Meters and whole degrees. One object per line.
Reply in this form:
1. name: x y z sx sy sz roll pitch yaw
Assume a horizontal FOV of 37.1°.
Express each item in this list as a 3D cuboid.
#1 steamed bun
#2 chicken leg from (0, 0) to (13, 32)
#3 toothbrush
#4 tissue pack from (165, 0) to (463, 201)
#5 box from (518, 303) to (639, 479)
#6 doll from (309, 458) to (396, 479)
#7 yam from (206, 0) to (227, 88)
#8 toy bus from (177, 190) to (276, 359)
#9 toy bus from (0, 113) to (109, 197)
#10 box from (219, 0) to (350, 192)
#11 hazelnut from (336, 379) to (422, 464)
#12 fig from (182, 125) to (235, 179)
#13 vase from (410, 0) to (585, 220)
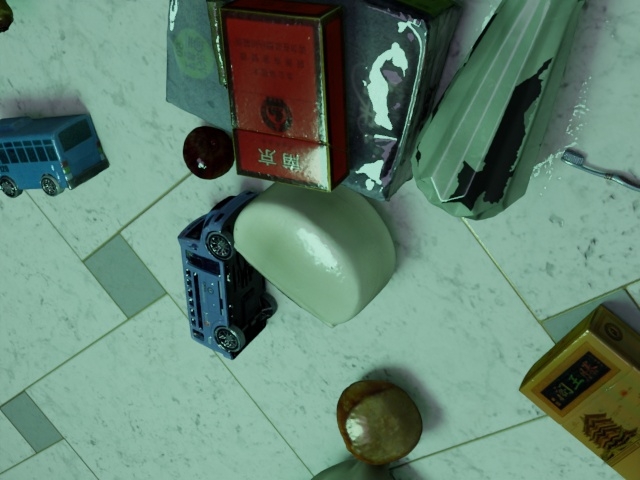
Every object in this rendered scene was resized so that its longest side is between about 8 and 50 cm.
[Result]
1. steamed bun: 0.000 0.000 1.468 0.242 0.146 0.164 40 135 6
2. chicken leg: -0.534 -0.437 1.544 0.361 0.140 0.211 8 114 34
3. toothbrush: 0.406 -0.075 1.243 0.193 0.013 0.019 26 121 18
4. tissue pack: -0.027 -0.259 1.334 0.394 0.124 0.288 26 130 18
5. box: 0.450 0.243 1.378 0.274 0.076 0.174 40 131 5
6. doll: 0.019 0.548 1.769 0.370 0.226 0.215 -58 46 46
7. yam: -0.133 -0.265 1.299 0.033 0.027 0.129 10 123 29
8. toy bus: -0.163 0.050 1.624 0.133 0.125 0.292 18 128 25
9. toy bus: -0.517 -0.158 1.731 0.234 0.116 0.133 0 118 31
10. box: -0.044 -0.192 1.258 0.153 0.074 0.239 10 123 23
11. hazelnut: 0.097 0.305 1.625 0.150 0.150 0.150 17 126 24
12. fig: -0.187 -0.133 1.562 0.089 0.089 0.125 44 158 1
13. vase: 0.236 -0.198 1.189 0.165 0.165 0.360 31 127 13
